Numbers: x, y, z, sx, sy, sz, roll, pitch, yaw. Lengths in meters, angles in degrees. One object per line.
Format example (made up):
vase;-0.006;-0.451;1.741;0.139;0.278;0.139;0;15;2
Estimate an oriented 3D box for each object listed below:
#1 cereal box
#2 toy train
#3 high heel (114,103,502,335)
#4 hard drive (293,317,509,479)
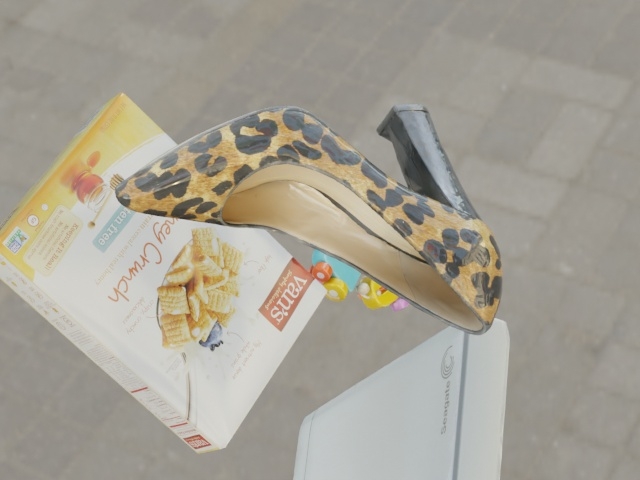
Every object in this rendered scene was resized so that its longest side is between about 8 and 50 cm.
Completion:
cereal box;-0.125;0.026;1.182;0.047;0.240;0.173;-23;29;55
toy train;0.038;0.011;1.519;0.046;0.166;0.125;-20;71;41
high heel;0.000;0.000;1.062;0.261;0.093;0.186;-11;63;-23
hard drive;0.056;0.228;1.355;0.047;0.353;0.233;17;64;-19
